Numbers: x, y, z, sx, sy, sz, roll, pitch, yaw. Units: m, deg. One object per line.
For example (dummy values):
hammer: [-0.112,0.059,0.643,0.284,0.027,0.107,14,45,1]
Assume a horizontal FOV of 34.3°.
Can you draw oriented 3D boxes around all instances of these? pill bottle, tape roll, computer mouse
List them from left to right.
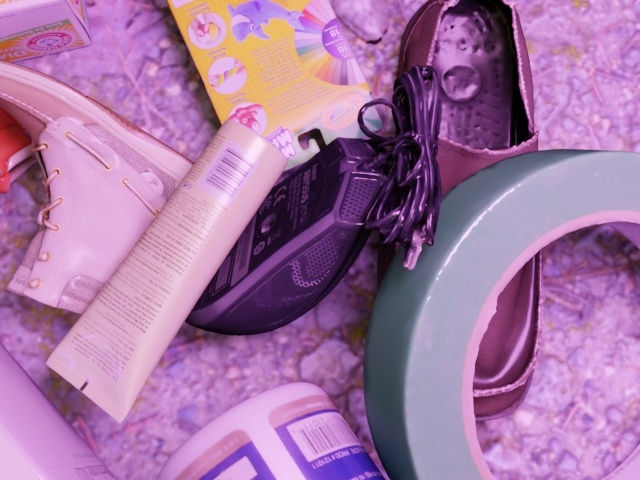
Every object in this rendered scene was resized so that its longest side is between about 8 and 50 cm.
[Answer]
computer mouse: [0.000,0.000,0.796,0.072,0.272,0.188,39,37,-26]
pill bottle: [0.007,0.247,0.737,0.153,0.153,0.264,-33,67,-5]
tape roll: [0.192,0.094,0.762,0.321,0.077,0.321,-2,97,-21]

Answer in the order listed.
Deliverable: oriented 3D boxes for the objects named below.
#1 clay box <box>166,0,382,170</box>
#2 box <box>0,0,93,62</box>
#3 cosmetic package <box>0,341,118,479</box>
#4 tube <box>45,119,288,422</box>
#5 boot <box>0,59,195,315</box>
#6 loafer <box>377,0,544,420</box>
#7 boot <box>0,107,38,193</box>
clay box: [-0.046,-0.166,0.892,0.127,0.053,0.222,-23,82,-3]
box: [-0.308,-0.213,0.878,0.203,0.103,0.114,-13,79,-2]
cosmetic package: [-0.335,0.104,0.774,0.155,0.197,0.365,-43,83,-7]
tube: [-0.116,0.018,0.807,0.062,0.070,0.240,36,81,-17]
boot: [-0.215,-0.034,0.835,0.213,0.077,0.165,31,84,-20]
loafer: [0.110,-0.041,0.828,0.134,0.130,0.365,-3,79,0]
boot: [-0.298,-0.062,0.844,0.084,0.059,0.158,46,44,-2]
